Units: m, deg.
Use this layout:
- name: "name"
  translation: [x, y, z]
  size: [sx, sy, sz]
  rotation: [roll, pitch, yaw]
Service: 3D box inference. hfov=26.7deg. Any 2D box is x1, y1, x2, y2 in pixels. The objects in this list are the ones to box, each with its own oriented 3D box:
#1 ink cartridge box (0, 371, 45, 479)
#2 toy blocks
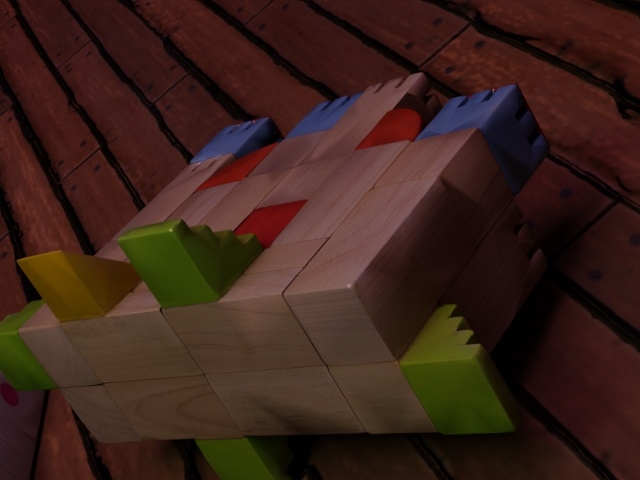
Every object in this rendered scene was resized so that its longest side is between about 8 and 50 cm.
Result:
- name: "ink cartridge box"
  translation: [-0.297, 0.208, 0.989]
  size: [0.176, 0.069, 0.371]
  rotation: [-31, 28, 16]
- name: "toy blocks"
  translation: [0.000, 0.000, 0.841]
  size: [0.381, 0.190, 0.261]
  rotation: [-9, 30, 44]
